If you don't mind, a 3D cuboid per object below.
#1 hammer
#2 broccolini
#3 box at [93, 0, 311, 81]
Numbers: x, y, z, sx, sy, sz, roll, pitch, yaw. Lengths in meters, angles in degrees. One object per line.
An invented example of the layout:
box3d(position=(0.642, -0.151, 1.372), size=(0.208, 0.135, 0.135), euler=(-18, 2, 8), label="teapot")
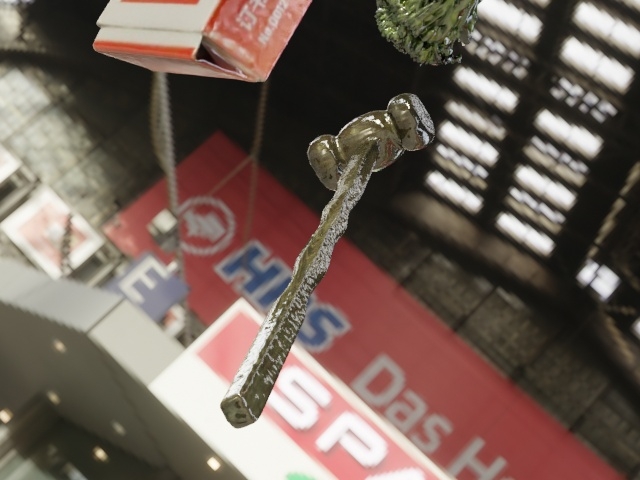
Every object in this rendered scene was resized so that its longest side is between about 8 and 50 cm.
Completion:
box3d(position=(0.000, 0.000, 0.529), size=(0.029, 0.058, 0.292), euler=(57, 20, -12), label="hammer")
box3d(position=(0.102, -0.164, 0.548), size=(0.239, 0.051, 0.054), euler=(-49, -113, 27), label="broccolini")
box3d(position=(-0.030, -0.188, 0.759), size=(0.050, 0.229, 0.123), euler=(37, -13, -34), label="box")
